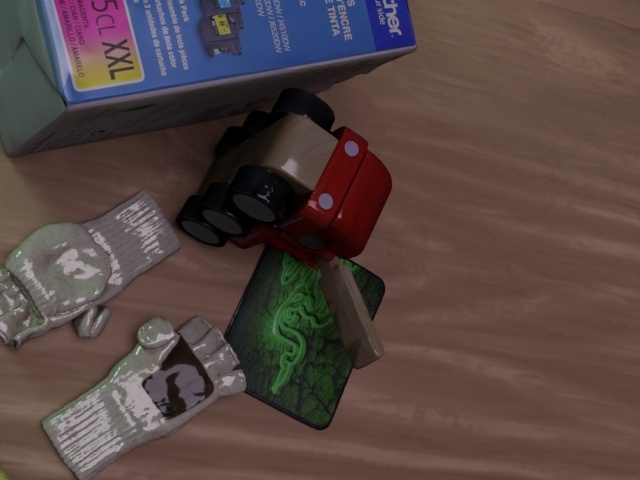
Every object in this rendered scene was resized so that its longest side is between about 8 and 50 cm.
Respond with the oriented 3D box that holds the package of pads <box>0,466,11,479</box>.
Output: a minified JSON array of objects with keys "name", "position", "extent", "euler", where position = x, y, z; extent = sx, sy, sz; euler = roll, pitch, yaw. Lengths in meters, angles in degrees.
[{"name":"package of pads","position":[-0.320,0.317,0.831],"extent":[0.229,0.101,0.296],"euler":[-43,101,-25]}]

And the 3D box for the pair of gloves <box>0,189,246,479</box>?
[{"name":"pair of gloves","position":[-0.200,0.087,0.963],"extent":[0.204,0.042,0.240],"euler":[-26,92,-27]}]

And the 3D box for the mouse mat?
[{"name":"mouse mat","position":[-0.019,0.092,1.072],"extent":[0.152,0.007,0.190],"euler":[31,68,-19]}]

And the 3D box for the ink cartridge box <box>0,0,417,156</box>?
[{"name":"ink cartridge box","position":[-0.098,-0.199,0.934],"extent":[0.395,0.270,0.151],"euler":[-13,92,-28]}]

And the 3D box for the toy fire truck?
[{"name":"toy fire truck","position":[0.000,0.000,0.979],"extent":[0.246,0.217,0.158],"euler":[33,68,-19]}]
